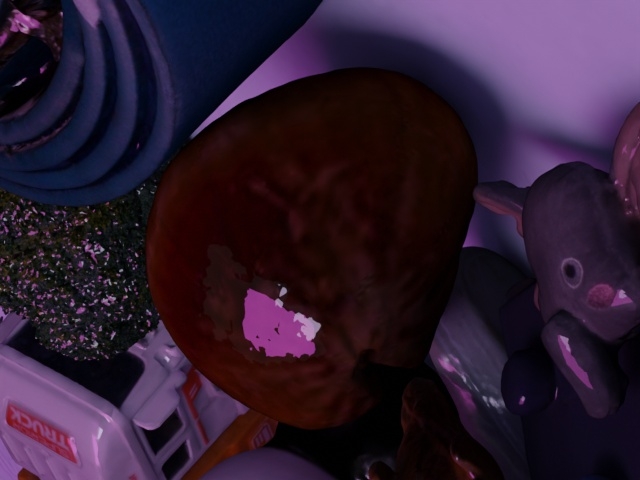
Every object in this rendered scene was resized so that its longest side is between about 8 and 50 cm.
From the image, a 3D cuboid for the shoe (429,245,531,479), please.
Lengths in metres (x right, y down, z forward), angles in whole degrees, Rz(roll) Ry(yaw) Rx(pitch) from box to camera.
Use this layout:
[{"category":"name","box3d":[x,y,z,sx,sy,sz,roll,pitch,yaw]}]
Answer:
[{"category":"shoe","box3d":[0.135,0.121,1.153,0.251,0.103,0.100,54,133,3]}]

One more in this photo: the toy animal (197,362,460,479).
[{"category":"toy animal","box3d":[0.003,0.193,1.322,0.165,0.235,0.187,46,162,-2]}]

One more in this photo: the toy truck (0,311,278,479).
[{"category":"toy truck","box3d":[-0.126,0.181,1.523,0.173,0.207,0.387,24,149,32]}]

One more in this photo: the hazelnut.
[{"category":"hazelnut","box3d":[0.000,0.000,1.066,0.178,0.204,0.178,46,-170,-10]}]

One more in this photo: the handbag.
[{"category":"handbag","box3d":[0.173,0.063,0.936,0.326,0.118,0.269,119,139,-64]}]

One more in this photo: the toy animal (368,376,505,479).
[{"category":"toy animal","box3d":[0.074,0.158,1.054,0.179,0.089,0.188,53,-162,-76]}]

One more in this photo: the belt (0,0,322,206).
[{"category":"belt","box3d":[-0.163,-0.177,1.049,0.300,0.173,0.436,46,154,-8]}]

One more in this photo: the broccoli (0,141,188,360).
[{"category":"broccoli","box3d":[-0.163,-0.011,1.334,0.195,0.195,0.156,51,173,-20]}]
